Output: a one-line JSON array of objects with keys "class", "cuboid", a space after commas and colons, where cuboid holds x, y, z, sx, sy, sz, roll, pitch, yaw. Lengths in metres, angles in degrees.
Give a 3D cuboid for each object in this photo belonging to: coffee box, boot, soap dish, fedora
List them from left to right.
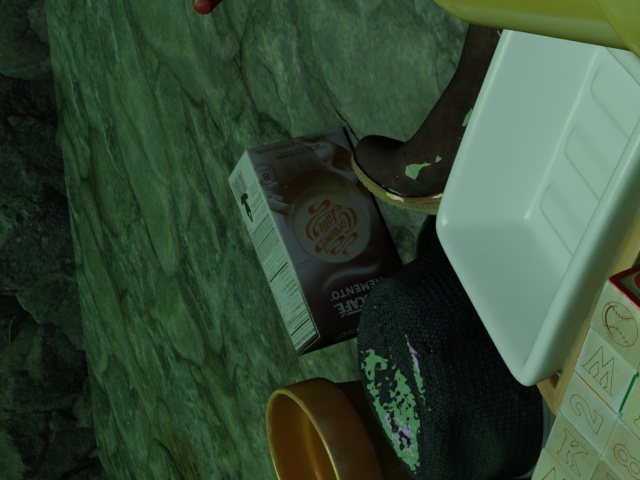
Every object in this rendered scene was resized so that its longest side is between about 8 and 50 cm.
[{"class": "coffee box", "cuboid": [0.000, 0.000, 1.391, 0.246, 0.141, 0.098, 67, 155, 12]}, {"class": "fedora", "cuboid": [0.134, 0.134, 1.163, 0.334, 0.152, 0.334, 45, 143, 49]}, {"class": "boot", "cuboid": [0.135, -0.120, 1.064, 0.248, 0.090, 0.207, 28, 122, 39]}, {"class": "soap dish", "cuboid": [0.203, -0.050, 0.850, 0.229, 0.118, 0.291, -112, 30, -48]}]

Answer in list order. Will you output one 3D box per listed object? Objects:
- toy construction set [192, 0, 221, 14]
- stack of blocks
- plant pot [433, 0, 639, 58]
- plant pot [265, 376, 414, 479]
[{"class": "toy construction set", "cuboid": [-0.069, -0.426, 1.232, 0.237, 0.257, 0.309, -63, -4, -57]}, {"class": "stack of blocks", "cuboid": [0.250, 0.129, 0.785, 0.087, 0.171, 0.297, 49, 146, 35]}, {"class": "plant pot", "cuboid": [0.180, -0.213, 0.652, 0.239, 0.254, 0.254, 5, 110, 48]}, {"class": "plant pot", "cuboid": [0.063, 0.246, 1.345, 0.205, 0.188, 0.205, 46, 144, 47]}]
